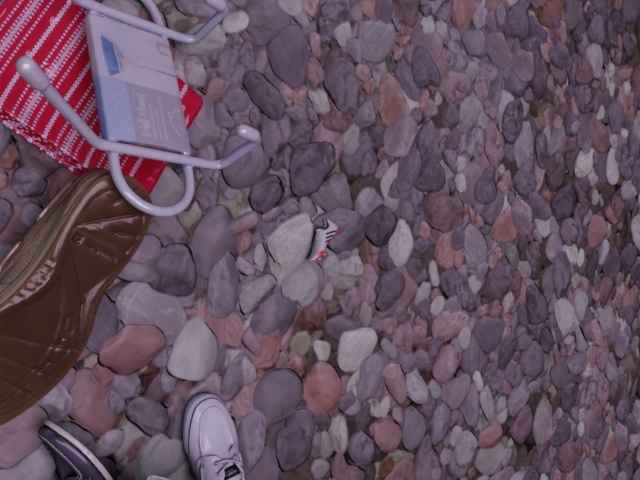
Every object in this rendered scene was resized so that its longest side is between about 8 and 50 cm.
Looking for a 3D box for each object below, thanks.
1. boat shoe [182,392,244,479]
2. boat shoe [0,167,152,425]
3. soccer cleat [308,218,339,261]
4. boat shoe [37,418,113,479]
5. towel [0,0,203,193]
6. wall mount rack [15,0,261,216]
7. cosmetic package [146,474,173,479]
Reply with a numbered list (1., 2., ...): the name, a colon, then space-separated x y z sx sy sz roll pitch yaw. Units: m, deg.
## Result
1. boat shoe: -0.143 0.337 0.938 0.083 0.076 0.226 -18 104 -37
2. boat shoe: -0.330 0.064 0.754 0.121 0.110 0.341 44 76 -39
3. soccer cleat: 0.000 0.000 1.062 0.035 0.029 0.083 47 62 -21
4. boat shoe: -0.305 0.316 0.810 0.065 0.075 0.206 -43 122 -31
5. towel: -0.296 -0.192 0.813 0.275 0.031 0.198 40 68 -33
6. wall mount rack: -0.222 -0.212 0.717 0.304 0.130 0.350 6 63 -48
7. cosmetic package: -0.159 0.443 0.806 0.309 0.113 0.160 80 25 -49
